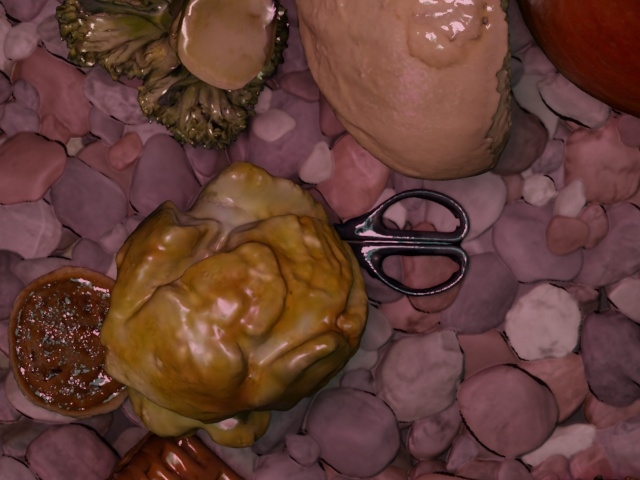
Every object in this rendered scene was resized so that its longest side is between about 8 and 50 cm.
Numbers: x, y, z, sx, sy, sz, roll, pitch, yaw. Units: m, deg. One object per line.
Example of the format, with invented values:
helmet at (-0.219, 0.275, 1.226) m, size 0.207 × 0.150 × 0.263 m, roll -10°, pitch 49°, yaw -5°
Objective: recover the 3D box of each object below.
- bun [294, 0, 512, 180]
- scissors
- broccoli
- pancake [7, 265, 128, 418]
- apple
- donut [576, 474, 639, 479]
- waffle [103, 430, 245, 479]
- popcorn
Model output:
bun at (0.073, -0.234, 1.421) m, size 0.202 × 0.364 × 0.364 m, roll -2°, pitch 94°, yaw 5°
scissors at (0.000, 0.000, 1.593) m, size 0.300 × 0.022 × 0.109 m, roll 1°, pitch 91°, yaw 4°
broccoli at (-0.113, -0.184, 1.424) m, size 0.221 × 0.361 × 0.252 m, roll 34°, pitch 114°, yaw -17°
pancake at (-0.250, 0.105, 1.610) m, size 0.158 × 0.028 × 0.158 m, roll 0°, pitch 92°, yaw 5°
apple at (0.354, -0.194, 1.460) m, size 0.346 × 0.254 × 0.179 m, roll 4°, pitch 64°, yaw -5°
donut at (0.285, 0.358, 1.565) m, size 0.270 × 0.103 × 0.269 m, roll 0°, pitch 96°, yaw 1°
waffle at (-0.084, 0.333, 1.520) m, size 0.328 × 0.224 × 0.098 m, roll 43°, pitch 109°, yaw 1°
popcorn at (-0.092, 0.074, 1.481) m, size 0.276 × 0.276 × 0.225 m, roll -22°, pitch 63°, yaw 4°
